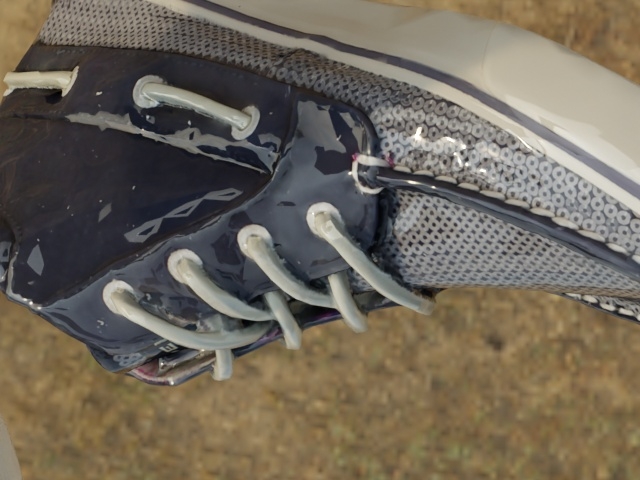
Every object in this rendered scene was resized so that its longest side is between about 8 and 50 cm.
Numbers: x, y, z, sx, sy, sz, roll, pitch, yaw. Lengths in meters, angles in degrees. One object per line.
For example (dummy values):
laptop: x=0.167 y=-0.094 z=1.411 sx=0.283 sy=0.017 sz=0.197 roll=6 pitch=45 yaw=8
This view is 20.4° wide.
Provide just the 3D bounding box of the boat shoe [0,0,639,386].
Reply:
boat shoe: x=0.000 y=0.000 z=0.631 sx=0.340 sy=0.158 sz=0.127 roll=25 pitch=168 yaw=42

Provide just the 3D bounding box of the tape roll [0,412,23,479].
tape roll: x=-0.322 y=0.134 z=0.797 sx=0.392 sy=0.392 sz=0.072 roll=21 pitch=136 yaw=-18
